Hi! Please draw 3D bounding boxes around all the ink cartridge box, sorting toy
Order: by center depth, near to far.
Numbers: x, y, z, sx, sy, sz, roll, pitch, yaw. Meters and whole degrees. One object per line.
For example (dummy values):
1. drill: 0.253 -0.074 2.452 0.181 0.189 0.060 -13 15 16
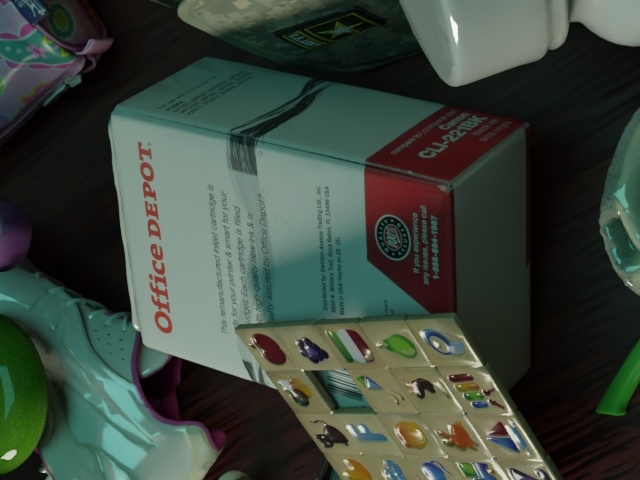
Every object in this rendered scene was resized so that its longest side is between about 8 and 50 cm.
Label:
1. ink cartridge box: 0.000 0.000 1.122 0.272 0.114 0.197 15 123 30
2. sorting toy: -0.290 0.143 1.203 0.127 0.126 0.366 7 95 33

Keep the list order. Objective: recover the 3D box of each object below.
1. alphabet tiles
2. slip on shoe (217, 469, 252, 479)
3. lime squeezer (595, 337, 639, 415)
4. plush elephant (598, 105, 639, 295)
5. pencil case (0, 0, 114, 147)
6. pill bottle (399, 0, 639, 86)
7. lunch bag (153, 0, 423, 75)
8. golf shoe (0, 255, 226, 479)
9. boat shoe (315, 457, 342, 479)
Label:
1. alphabet tiles: 0.071 0.140 1.070 0.198 0.009 0.237 -6 126 46
2. slip on shoe: -0.060 0.242 1.228 0.041 0.051 0.135 10 97 37
3. lime squeezer: 0.241 -0.035 1.059 0.110 0.058 0.310 6 94 62
4. plush elephant: 0.310 -0.002 0.883 0.255 0.272 0.330 -58 27 6
5. pencil case: -0.298 -0.116 1.347 0.284 0.124 0.124 -40 69 23
6. pill bottle: 0.219 -0.239 0.876 0.392 0.224 0.224 -21 76 -1
7. lunch bag: -0.036 -0.215 1.117 0.287 0.235 0.169 24 96 31
8. golf shoe: -0.186 0.090 1.292 0.140 0.115 0.306 -37 72 10
9. boat shoe: 0.012 0.195 1.193 0.046 0.038 0.125 29 104 29
